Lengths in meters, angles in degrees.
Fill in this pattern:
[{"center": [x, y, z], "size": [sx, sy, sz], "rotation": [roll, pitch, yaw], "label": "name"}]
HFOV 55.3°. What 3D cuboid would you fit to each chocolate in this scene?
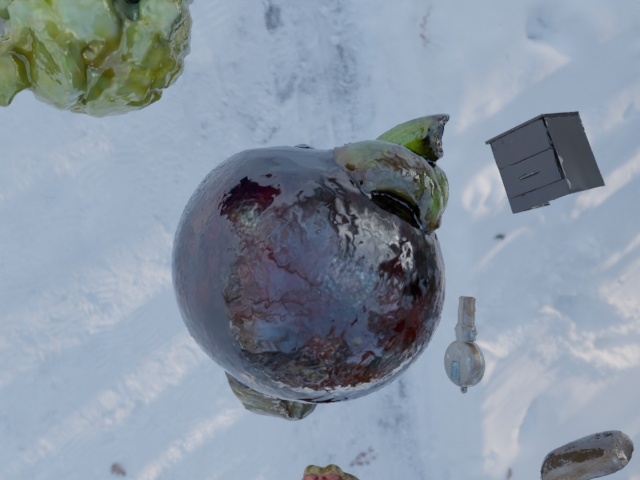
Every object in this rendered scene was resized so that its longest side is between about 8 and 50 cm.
[{"center": [0.279, 0.229, 0.656], "size": [0.064, 0.100, 0.031], "rotation": [-23, 82, -55], "label": "chocolate"}]

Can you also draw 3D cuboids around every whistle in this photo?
[{"center": [0.324, 0.235, 1.377], "size": [0.057, 0.107, 0.220], "rotation": [5, 89, -28], "label": "whistle"}]

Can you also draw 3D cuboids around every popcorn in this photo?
[{"center": [-0.202, -0.192, 0.515], "size": [0.187, 0.167, 0.186], "rotation": [9, 95, -37], "label": "popcorn"}]

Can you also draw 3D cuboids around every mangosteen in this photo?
[{"center": [0.000, 0.000, 0.674], "size": [0.306, 0.306, 0.360], "rotation": [16, 101, -35], "label": "mangosteen"}]

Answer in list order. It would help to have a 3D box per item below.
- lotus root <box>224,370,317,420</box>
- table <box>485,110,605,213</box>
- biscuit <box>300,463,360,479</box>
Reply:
[{"center": [-0.063, 0.102, 1.066], "size": [0.375, 0.111, 0.391], "rotation": [57, 37, -49], "label": "lotus root"}, {"center": [0.538, -0.186, 1.471], "size": [0.172, 0.169, 0.193], "rotation": [-13, 83, -37], "label": "table"}, {"center": [0.011, 0.457, 1.000], "size": [0.165, 0.036, 0.226], "rotation": [17, 118, -1], "label": "biscuit"}]
